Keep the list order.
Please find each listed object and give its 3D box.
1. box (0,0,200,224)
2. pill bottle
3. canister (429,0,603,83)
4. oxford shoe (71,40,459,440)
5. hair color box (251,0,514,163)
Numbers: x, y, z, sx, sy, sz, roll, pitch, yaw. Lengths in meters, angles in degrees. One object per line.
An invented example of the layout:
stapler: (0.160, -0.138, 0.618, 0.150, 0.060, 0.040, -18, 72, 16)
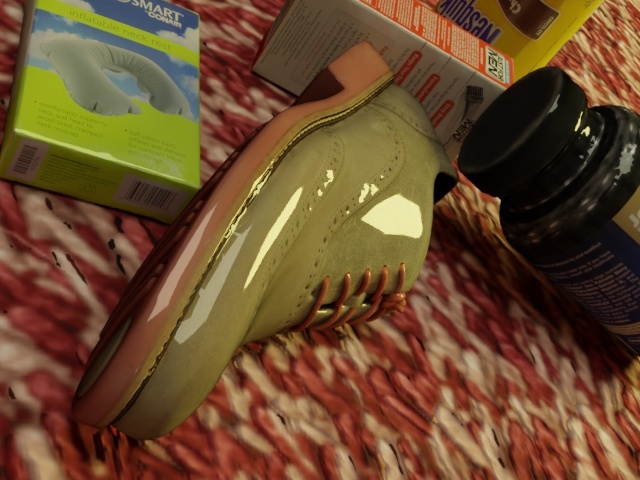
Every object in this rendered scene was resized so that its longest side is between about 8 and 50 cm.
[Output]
box: (-0.128, -0.099, 0.581, 0.109, 0.042, 0.178, 16, 46, -26)
pill bottle: (0.203, -0.014, 0.664, 0.219, 0.123, 0.123, 39, 38, -17)
canister: (0.156, -0.191, 0.782, 0.073, 0.170, 0.126, 12, 47, -29)
oxford shoe: (0.000, 0.000, 0.527, 0.130, 0.123, 0.348, 43, 41, -4)
hair color box: (0.046, -0.128, 0.701, 0.167, 0.093, 0.053, 28, 40, -14)
